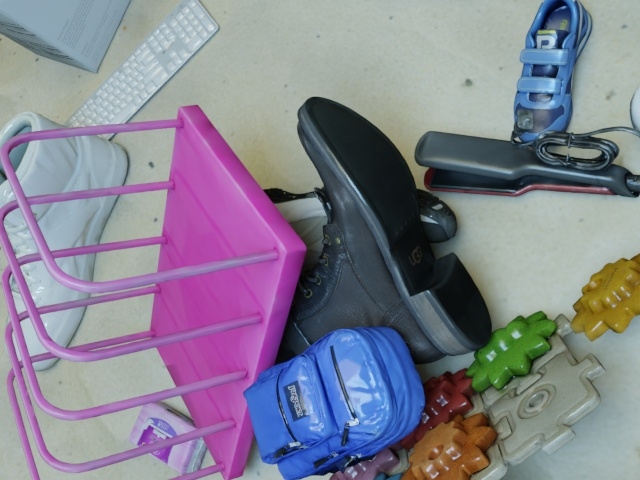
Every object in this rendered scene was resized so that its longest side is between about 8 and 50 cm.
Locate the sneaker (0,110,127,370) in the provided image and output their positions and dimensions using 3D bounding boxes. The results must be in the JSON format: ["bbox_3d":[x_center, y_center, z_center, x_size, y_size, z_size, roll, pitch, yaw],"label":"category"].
[{"bbox_3d":[-0.340,0.000,0.873,0.108,0.169,0.292,13,85,29],"label":"sneaker"}]

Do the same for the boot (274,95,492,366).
[{"bbox_3d":[-0.005,0.038,0.658,0.229,0.091,0.262,-31,88,36],"label":"boot"}]

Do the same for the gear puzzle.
[{"bbox_3d":[0.126,0.118,0.589,0.339,0.175,0.044,-41,100,12],"label":"gear puzzle"}]

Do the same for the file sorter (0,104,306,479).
[{"bbox_3d":[-0.166,0.066,0.656,0.202,0.182,0.290,52,140,37],"label":"file sorter"}]

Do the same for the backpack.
[{"bbox_3d":[0.012,0.122,0.574,0.120,0.101,0.097,-32,70,30],"label":"backpack"}]

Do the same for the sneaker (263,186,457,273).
[{"bbox_3d":[0.000,0.000,0.741,0.272,0.100,0.107,-4,98,24],"label":"sneaker"}]

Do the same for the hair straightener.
[{"bbox_3d":[0.185,-0.067,0.649,0.231,0.089,0.047,13,65,32],"label":"hair straightener"}]

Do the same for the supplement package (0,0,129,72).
[{"bbox_3d":[-0.359,-0.354,0.968,0.149,0.203,0.194,21,86,32],"label":"supplement package"}]

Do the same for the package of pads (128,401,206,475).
[{"bbox_3d":[-0.154,0.203,0.789,0.083,0.032,0.050,19,84,32],"label":"package of pads"}]

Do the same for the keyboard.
[{"bbox_3d":[-0.234,-0.199,0.964,0.256,0.014,0.072,-42,60,12],"label":"keyboard"}]

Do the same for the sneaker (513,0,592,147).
[{"bbox_3d":[0.202,-0.155,0.685,0.053,0.059,0.144,10,81,28],"label":"sneaker"}]

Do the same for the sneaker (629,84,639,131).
[{"bbox_3d":[0.366,-0.079,0.532,0.297,0.129,0.110,20,87,33],"label":"sneaker"}]
